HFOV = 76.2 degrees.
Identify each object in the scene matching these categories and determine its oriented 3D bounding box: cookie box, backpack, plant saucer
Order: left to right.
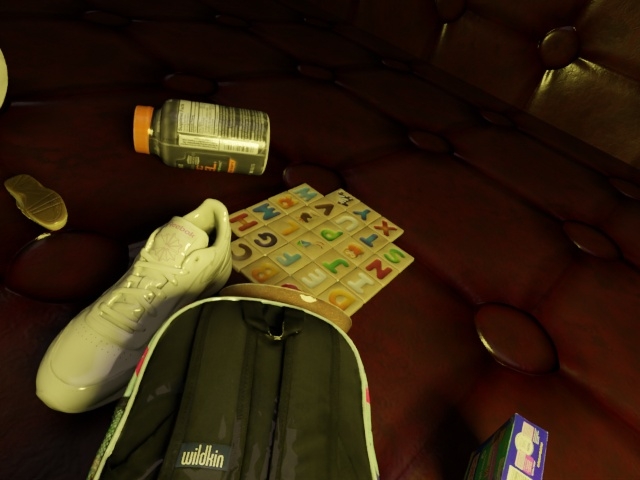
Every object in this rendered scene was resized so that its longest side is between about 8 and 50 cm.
[{"bbox_3d":[-0.067,0.183,0.365,0.225,0.191,0.253,12,47,-11],"label":"backpack"},{"bbox_3d":[-0.046,0.101,0.502,0.168,0.168,0.029,15,60,-4],"label":"plant saucer"},{"bbox_3d":[0.195,0.257,0.444,0.040,0.107,0.092,31,40,17],"label":"cookie box"}]

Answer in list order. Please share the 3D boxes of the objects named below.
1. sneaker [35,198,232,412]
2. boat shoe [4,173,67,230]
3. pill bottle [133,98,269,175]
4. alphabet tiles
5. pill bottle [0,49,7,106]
[{"bbox_3d":[-0.210,0.054,0.493,0.114,0.152,0.305,26,41,6],"label":"sneaker"},{"bbox_3d":[-0.423,-0.052,0.617,0.135,0.045,0.050,36,53,25],"label":"boat shoe"},{"bbox_3d":[-0.231,-0.203,0.801,0.245,0.130,0.130,3,42,-17],"label":"pill bottle"},{"bbox_3d":[0.000,0.000,0.745,0.285,0.011,0.342,37,43,22],"label":"alphabet tiles"},{"bbox_3d":[-0.766,-0.317,0.652,0.407,0.229,0.229,16,39,-3],"label":"pill bottle"}]
